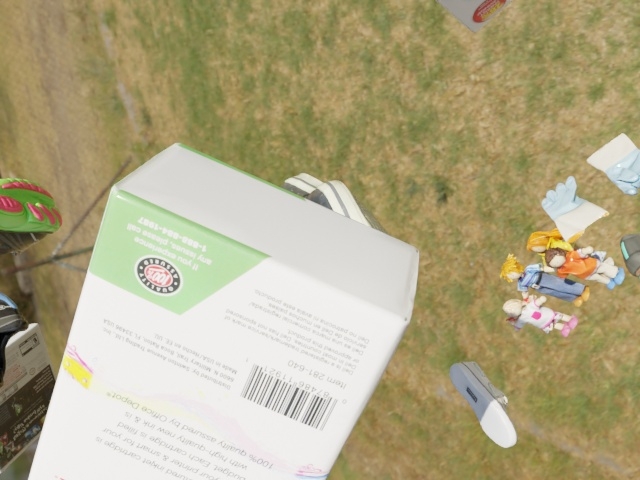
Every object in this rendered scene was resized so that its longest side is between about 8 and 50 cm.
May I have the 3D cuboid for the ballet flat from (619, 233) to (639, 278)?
[{"bbox_3d":[0.664,0.007,1.352,0.096,0.281,0.095,65,145,35],"label":"ballet flat"}]

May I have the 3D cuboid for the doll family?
[{"bbox_3d":[0.430,0.063,1.370,0.163,0.118,0.263,19,138,-3],"label":"doll family"}]

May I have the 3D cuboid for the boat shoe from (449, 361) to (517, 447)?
[{"bbox_3d":[0.169,0.159,0.729,0.100,0.035,0.035,54,143,42],"label":"boat shoe"}]

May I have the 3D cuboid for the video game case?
[{"bbox_3d":[-0.502,0.255,1.208,0.022,0.190,0.173,-7,107,17],"label":"video game case"}]

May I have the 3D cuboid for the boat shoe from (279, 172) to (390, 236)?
[{"bbox_3d":[0.000,0.000,1.176,0.187,0.156,0.500,50,174,-18],"label":"boat shoe"}]

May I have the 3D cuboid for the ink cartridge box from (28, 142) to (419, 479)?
[{"bbox_3d":[-0.076,0.101,0.548,0.201,0.117,0.278,24,116,0],"label":"ink cartridge box"}]

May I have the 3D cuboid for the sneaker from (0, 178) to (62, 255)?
[{"bbox_3d":[-0.743,-0.038,1.471,0.202,0.483,0.185,-44,64,16],"label":"sneaker"}]

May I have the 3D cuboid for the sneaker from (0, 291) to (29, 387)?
[{"bbox_3d":[-0.364,0.140,0.735,0.078,0.188,0.067,34,176,5],"label":"sneaker"}]

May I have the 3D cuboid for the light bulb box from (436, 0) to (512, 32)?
[{"bbox_3d":[0.297,-0.663,1.374,0.358,0.225,0.361,-38,69,24],"label":"light bulb box"}]

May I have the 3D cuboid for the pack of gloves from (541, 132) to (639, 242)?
[{"bbox_3d":[0.493,-0.084,1.282,0.046,0.195,0.232,48,-163,-15],"label":"pack of gloves"}]
